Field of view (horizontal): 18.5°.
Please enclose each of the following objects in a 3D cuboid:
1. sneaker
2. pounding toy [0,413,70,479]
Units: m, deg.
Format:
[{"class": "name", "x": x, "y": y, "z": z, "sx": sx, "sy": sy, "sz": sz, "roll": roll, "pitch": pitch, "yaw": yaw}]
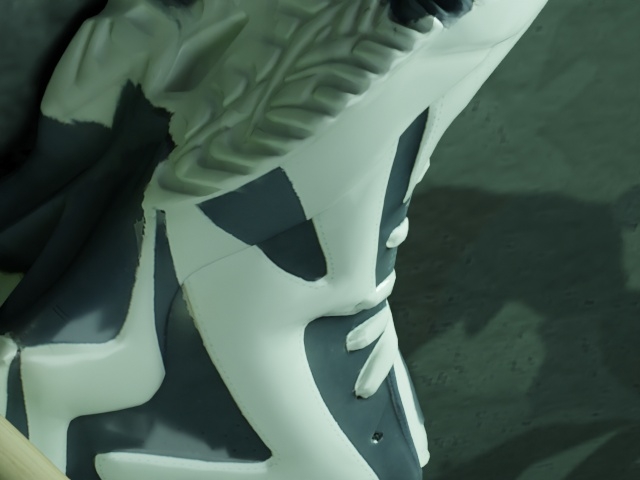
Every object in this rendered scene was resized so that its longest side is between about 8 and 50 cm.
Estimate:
[{"class": "sneaker", "x": 0.000, "y": 0.000, "z": 0.523, "sx": 0.235, "sy": 0.094, "sz": 0.153, "roll": -46, "pitch": 138, "yaw": 16}, {"class": "pounding toy", "x": -0.153, "y": 0.060, "z": 0.371, "sx": 0.237, "sy": 0.183, "sz": 0.110, "roll": -38, "pitch": 166, "yaw": -34}]
